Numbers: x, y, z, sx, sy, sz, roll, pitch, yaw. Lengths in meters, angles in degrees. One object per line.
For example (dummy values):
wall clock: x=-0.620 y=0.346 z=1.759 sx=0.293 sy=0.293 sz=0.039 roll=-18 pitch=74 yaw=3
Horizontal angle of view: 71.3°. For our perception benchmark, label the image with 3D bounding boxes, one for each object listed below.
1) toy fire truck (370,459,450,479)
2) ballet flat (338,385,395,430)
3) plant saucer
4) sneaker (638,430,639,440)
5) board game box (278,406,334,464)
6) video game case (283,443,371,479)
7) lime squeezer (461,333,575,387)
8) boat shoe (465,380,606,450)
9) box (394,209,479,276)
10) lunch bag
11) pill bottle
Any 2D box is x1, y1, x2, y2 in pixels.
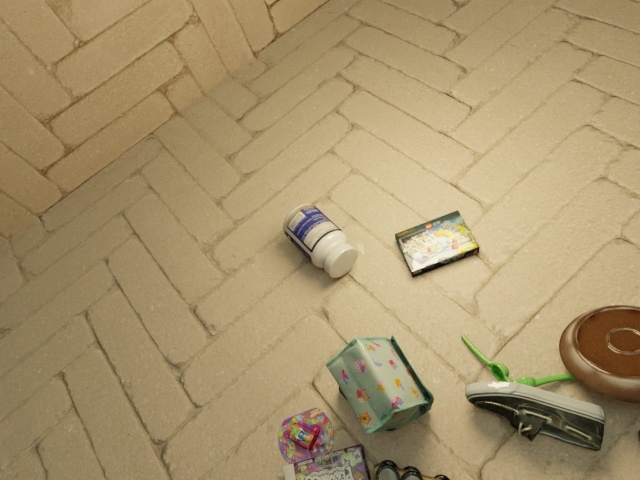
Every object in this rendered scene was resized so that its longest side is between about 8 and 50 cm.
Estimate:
toy fire truck: x=0.213 y=0.685 z=1.067 sx=0.217 sy=0.158 sz=0.246 roll=10 pitch=73 yaw=12
ballet flat: x=0.131 y=0.467 z=1.276 sx=0.203 sy=0.074 sz=0.074 roll=32 pitch=73 yaw=30
plant saucer: x=0.781 y=0.268 z=1.138 sx=0.310 sy=0.050 sz=0.310 roll=-18 pitch=32 yaw=12
sneaker: x=0.796 y=0.501 z=1.075 sx=0.037 sy=0.032 sz=0.083 roll=4 pitch=61 yaw=20
board game box: x=-0.047 y=0.563 z=1.293 sx=0.168 sy=0.033 sz=0.133 roll=-22 pitch=56 yaw=2
video game case: x=0.028 y=0.684 z=1.190 sx=0.232 sy=0.042 sz=0.210 roll=-18 pitch=57 yaw=6
lime squeezer: x=0.530 y=0.354 z=1.233 sx=0.310 sy=0.059 sz=0.110 roll=16 pitch=66 yaw=26
boat shoe: x=0.539 y=0.445 z=1.133 sx=0.335 sy=0.121 sz=0.119 roll=7 pitch=57 yaw=18
box: x=0.386 y=0.009 z=1.494 sx=0.233 sy=0.044 sz=0.159 roll=-21 pitch=56 yaw=4
lunch bag: x=0.182 y=0.381 z=1.212 sx=0.160 sy=0.262 sz=0.223 roll=-49 pitch=54 yaw=22
pill bottle: x=0.000 y=0.000 z=1.552 sx=0.153 sy=0.153 sz=0.264 roll=-39 pitch=57 yaw=-9
